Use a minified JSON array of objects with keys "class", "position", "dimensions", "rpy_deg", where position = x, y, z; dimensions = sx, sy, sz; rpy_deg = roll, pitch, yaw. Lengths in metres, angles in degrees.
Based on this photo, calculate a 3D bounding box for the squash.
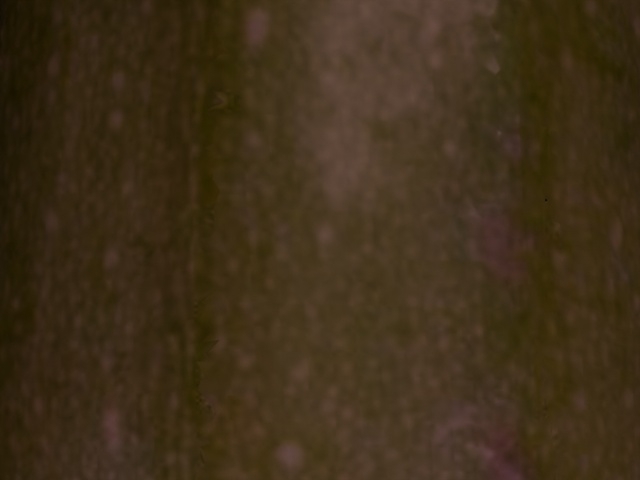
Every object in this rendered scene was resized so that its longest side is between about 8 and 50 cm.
[{"class":"squash","position":[0.000,0.000,0.705],"dimensions":[0.263,0.263,0.384],"rpy_deg":[4,81,-18]}]
